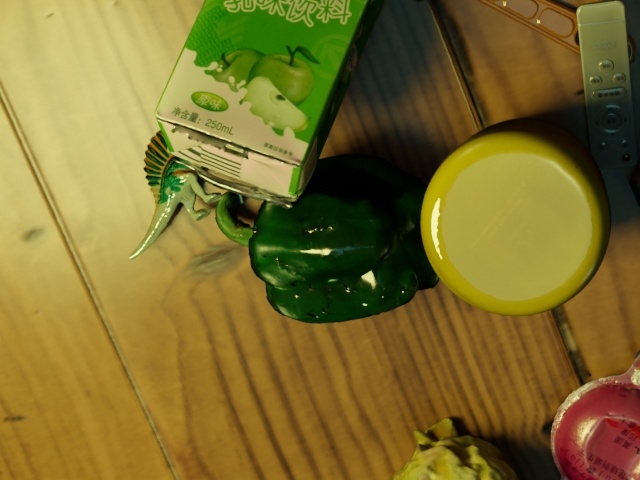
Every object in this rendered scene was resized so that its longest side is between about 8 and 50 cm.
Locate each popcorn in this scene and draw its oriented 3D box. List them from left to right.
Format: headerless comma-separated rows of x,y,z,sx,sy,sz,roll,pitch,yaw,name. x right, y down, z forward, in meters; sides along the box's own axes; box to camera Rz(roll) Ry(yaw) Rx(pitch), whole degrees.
0.140,0.298,1.660,0.167,0.187,0.185,1,99,-30,popcorn

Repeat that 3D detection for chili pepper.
0.000,0.000,1.597,0.261,0.174,0.165,-2,128,39,chili pepper

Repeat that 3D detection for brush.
0.186,-0.255,1.579,0.314,0.017,0.090,26,107,-2,brush

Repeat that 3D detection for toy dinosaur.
-0.158,-0.070,1.654,0.187,0.044,0.106,-33,76,26,toy dinosaur

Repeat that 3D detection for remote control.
0.298,-0.161,1.578,0.050,0.027,0.184,-5,115,11,remote control

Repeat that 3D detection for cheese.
0.345,0.191,1.659,0.155,0.062,0.244,30,105,-3,cheese

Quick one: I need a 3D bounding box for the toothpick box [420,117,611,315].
0.199,-0.037,1.508,0.175,0.271,0.175,2,101,10,toothpick box

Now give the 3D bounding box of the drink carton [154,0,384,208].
-0.049,-0.187,1.511,0.161,0.108,0.271,20,72,6,drink carton

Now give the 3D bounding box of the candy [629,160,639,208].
0.422,-0.149,1.507,0.100,0.157,0.306,24,106,-1,candy
